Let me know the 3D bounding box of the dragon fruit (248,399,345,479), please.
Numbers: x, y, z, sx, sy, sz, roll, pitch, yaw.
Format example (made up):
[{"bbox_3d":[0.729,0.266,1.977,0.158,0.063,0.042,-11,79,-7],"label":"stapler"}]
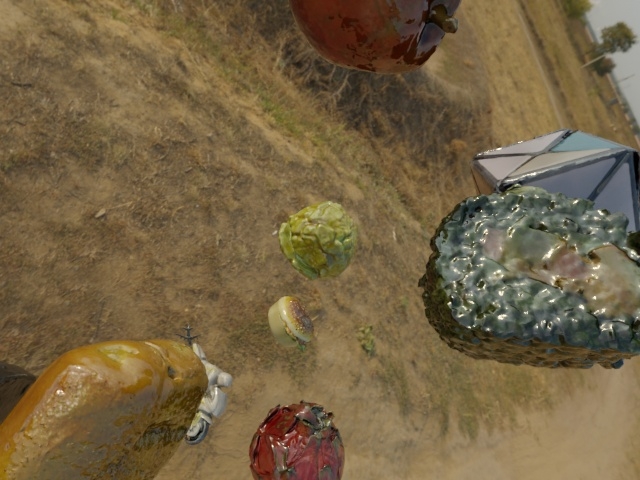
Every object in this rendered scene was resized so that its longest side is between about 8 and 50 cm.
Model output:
[{"bbox_3d":[-0.058,0.521,0.985,0.244,0.245,0.298,-34,141,-50],"label":"dragon fruit"}]

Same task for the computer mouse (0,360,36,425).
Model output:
[{"bbox_3d":[-0.570,0.317,0.618,0.100,0.170,0.269,19,76,0],"label":"computer mouse"}]

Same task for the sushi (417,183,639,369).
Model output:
[{"bbox_3d":[0.355,0.059,0.693,0.178,0.353,0.293,77,21,-62],"label":"sushi"}]

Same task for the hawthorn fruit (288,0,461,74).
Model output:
[{"bbox_3d":[0.090,-0.379,0.585,0.276,0.275,0.299,-12,51,-50],"label":"hawthorn fruit"}]

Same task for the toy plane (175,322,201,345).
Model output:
[{"bbox_3d":[-0.406,0.297,1.246,0.024,0.078,0.084,-98,-169,-65],"label":"toy plane"}]

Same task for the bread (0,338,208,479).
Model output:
[{"bbox_3d":[-0.338,0.318,0.628,0.148,0.328,0.336,32,81,14],"label":"bread"}]

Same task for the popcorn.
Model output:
[{"bbox_3d":[0.001,0.008,1.433,0.281,0.282,0.247,65,18,-1],"label":"popcorn"}]

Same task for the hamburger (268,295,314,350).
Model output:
[{"bbox_3d":[-0.066,0.204,0.991,0.126,0.082,0.141,42,27,-45],"label":"hamburger"}]

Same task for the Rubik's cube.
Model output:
[{"bbox_3d":[0.606,-0.100,1.071,0.305,0.311,0.306,-70,142,-66],"label":"Rubik's cube"}]

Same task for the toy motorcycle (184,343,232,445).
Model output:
[{"bbox_3d":[-0.415,0.508,1.400,0.340,0.223,0.107,50,-7,42],"label":"toy motorcycle"}]
